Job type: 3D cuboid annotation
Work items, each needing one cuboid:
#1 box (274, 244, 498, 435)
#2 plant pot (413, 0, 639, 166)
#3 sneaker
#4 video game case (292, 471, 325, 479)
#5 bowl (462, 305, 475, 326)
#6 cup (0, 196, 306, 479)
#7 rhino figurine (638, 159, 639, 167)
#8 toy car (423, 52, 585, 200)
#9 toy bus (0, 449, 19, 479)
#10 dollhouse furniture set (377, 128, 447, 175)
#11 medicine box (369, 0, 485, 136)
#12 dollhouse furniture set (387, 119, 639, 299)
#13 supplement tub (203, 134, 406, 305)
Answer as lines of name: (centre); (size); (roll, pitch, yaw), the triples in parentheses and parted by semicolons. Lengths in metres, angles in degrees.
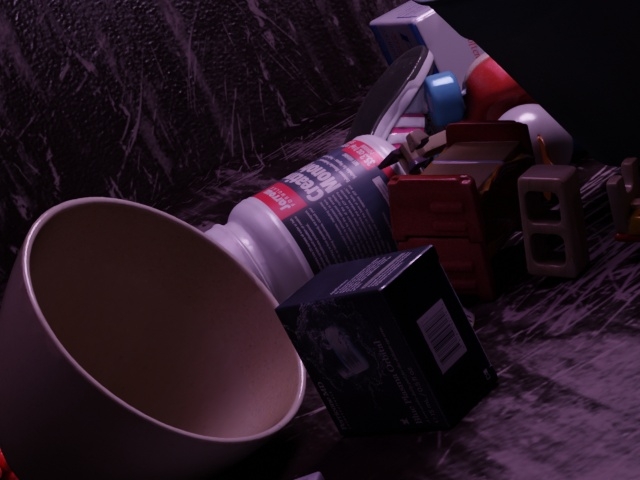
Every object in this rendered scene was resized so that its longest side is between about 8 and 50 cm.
box: (0.064, 0.102, 1.425); (0.158, 0.156, 0.093); (-13, 19, 48)
plant pot: (0.334, -0.288, 1.735); (0.341, 0.334, 0.341); (-36, 23, 18)
sneaker: (0.140, -0.130, 2.165); (0.123, 0.178, 0.296); (-5, 54, 59)
video game case: (-0.075, 0.275, 1.320); (0.143, 0.019, 0.157); (-22, 14, 20)
bowl: (0.080, 0.089, 1.623); (0.170, 0.080, 0.170); (-26, 12, 6)
cup: (-0.215, 0.154, 1.537); (0.237, 0.331, 0.331); (-52, -2, 29)
rhino figurine: (0.485, -0.165, 1.838); (0.243, 0.073, 0.106); (-27, 8, 16)
toy car: (0.280, -0.127, 1.981); (0.219, 0.210, 0.238); (-14, 40, -3)
toy bus: (-0.434, 0.264, 1.844); (0.211, 0.150, 0.220); (4, 27, 42)
dollhouse furniture set: (0.152, -0.098, 1.807); (0.114, 0.081, 0.091); (-25, -13, -36)
medicine box: (0.229, -0.277, 2.389); (0.149, 0.264, 0.289); (-28, 12, -6)
dollhouse furniture set: (0.283, -0.035, 1.662); (0.374, 0.152, 0.201); (2, 25, 30)
supplement tub: (0.000, 0.000, 1.889); (0.272, 0.191, 0.191); (-30, 13, -17)
